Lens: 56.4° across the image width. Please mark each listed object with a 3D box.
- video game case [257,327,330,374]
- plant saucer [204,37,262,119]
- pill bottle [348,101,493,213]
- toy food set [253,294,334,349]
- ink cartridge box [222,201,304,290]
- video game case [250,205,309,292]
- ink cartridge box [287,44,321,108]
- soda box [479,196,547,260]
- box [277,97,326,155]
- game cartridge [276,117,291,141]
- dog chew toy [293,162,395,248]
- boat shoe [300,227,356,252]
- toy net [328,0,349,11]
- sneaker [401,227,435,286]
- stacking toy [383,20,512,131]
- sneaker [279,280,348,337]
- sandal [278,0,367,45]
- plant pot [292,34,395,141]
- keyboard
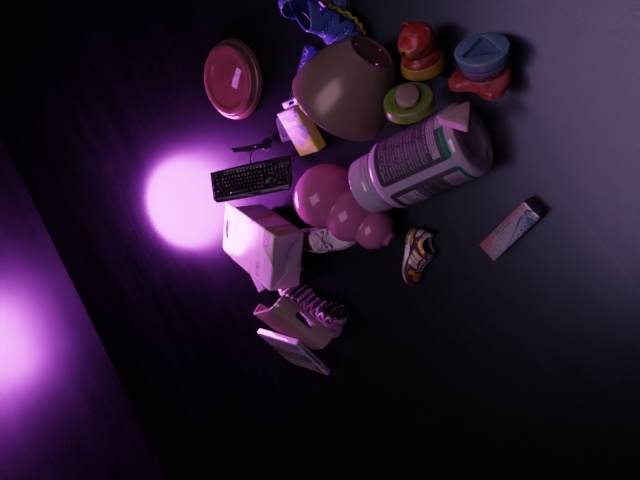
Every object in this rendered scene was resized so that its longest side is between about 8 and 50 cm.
[{"bbox_3d":[-0.097,0.399,2.151,0.227,0.026,0.206,6,145,47],"label":"video game case"},{"bbox_3d":[-0.314,-0.561,2.082,0.278,0.041,0.277,14,113,35],"label":"plant saucer"},{"bbox_3d":[0.261,-0.209,1.617,0.361,0.204,0.204,-22,91,42],"label":"pill bottle"},{"bbox_3d":[-0.093,0.277,2.060,0.220,0.092,0.306,38,160,-9],"label":"toy food set"},{"bbox_3d":[-0.206,0.004,2.055,0.353,0.119,0.207,33,124,47],"label":"ink cartridge box"},{"bbox_3d":[-0.191,0.039,2.191,0.275,0.035,0.248,-29,86,42],"label":"video game case"},{"bbox_3d":[-0.031,-0.493,1.865,0.097,0.046,0.207,36,125,24],"label":"ink cartridge box"},{"bbox_3d":[0.506,-0.029,1.575,0.063,0.058,0.183,49,130,16],"label":"soda box"},{"bbox_3d":[-0.065,-0.361,1.896,0.109,0.042,0.178,-5,120,55],"label":"box"},{"bbox_3d":[-0.117,-0.375,1.998,0.056,0.017,0.083,-6,101,44],"label":"game cartridge"},{"bbox_3d":[0.081,-0.091,1.821,0.332,0.207,0.206,35,125,15],"label":"dog chew toy"},{"bbox_3d":[0.000,0.000,1.978,0.277,0.096,0.098,-9,99,42],"label":"boat shoe"},{"bbox_3d":[0.067,-0.763,1.694,0.122,0.045,0.232,49,128,18],"label":"toy net"},{"bbox_3d":[0.295,0.058,1.772,0.084,0.070,0.185,17,116,41],"label":"sneaker"},{"bbox_3d":[0.294,-0.418,1.460,0.309,0.279,0.130,17,150,31],"label":"stacking toy"},{"bbox_3d":[-0.037,0.241,2.096,0.292,0.110,0.118,31,131,29],"label":"sneaker"},{"bbox_3d":[-0.004,-0.621,1.692,0.317,0.138,0.126,40,141,-8],"label":"sandal"},{"bbox_3d":[0.093,-0.436,1.613,0.284,0.284,0.191,51,134,14],"label":"plant pot"},{"bbox_3d":[-0.246,-0.250,2.071,0.317,0.033,0.201,-9,81,22],"label":"keyboard"}]
